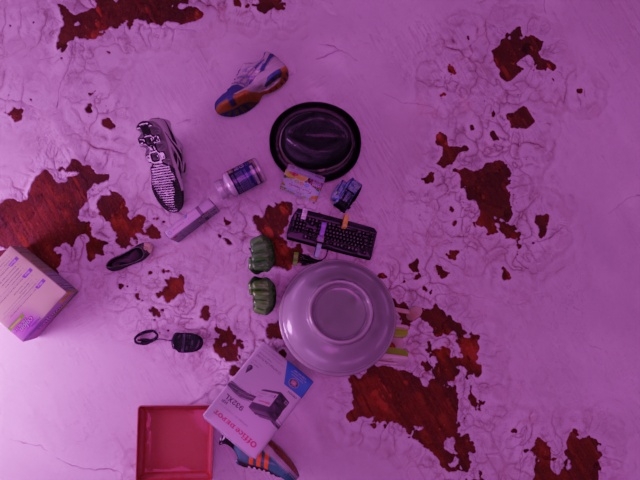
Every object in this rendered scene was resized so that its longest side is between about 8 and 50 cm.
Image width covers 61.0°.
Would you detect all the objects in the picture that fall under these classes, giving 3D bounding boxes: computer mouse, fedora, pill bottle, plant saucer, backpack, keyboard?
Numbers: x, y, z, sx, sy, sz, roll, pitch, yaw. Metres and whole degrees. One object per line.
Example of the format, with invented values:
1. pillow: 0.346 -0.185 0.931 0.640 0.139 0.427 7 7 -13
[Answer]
1. computer mouse: -0.528 0.350 1.894 0.242 0.041 0.071 6 78 2
2. fedora: -0.014 -0.360 1.913 0.335 0.152 0.333 0 87 -5
3. pill bottle: -0.285 -0.213 1.911 0.170 0.094 0.094 -29 90 -6
4. plant saucer: 0.063 0.243 1.799 0.401 0.100 0.400 2 71 -6
5. backpack: 0.092 -0.170 1.936 0.084 0.105 0.114 36 80 -3
6. keyboard: 0.033 0.013 1.959 0.318 0.033 0.201 14 86 -3
7. plant saucer: -0.497 0.692 1.869 0.259 0.048 0.258 1 88 -5

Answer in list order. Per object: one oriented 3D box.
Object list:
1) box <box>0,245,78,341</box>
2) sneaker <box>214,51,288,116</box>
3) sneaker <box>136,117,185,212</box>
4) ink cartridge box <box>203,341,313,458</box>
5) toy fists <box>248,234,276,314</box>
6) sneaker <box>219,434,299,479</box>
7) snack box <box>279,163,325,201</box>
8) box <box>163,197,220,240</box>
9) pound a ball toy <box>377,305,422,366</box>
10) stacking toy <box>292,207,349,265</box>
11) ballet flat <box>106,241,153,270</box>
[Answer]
1. box: -0.993 0.175 1.819 0.243 0.117 0.213 40 84 -1
2. sneaker: -0.262 -0.558 1.941 0.297 0.112 0.131 -34 73 -7
3. sneaker: -0.518 -0.265 1.886 0.123 0.146 0.330 0 112 21
4. ink cartridge box: -0.207 0.531 1.809 0.223 0.129 0.307 38 68 6
5. toy fists: -0.201 0.119 1.877 0.096 0.142 0.278 0 87 -5
6. sneaker: -0.214 0.741 1.866 0.302 0.108 0.121 39 85 6
7. snack box: -0.064 -0.203 1.928 0.141 0.100 0.037 20 48 -3
8. box: -0.438 -0.067 1.865 0.186 0.145 0.038 -39 88 -5
9. pound a ball toy: 0.192 0.329 1.923 0.320 0.135 0.208 7 61 -4
10. stacking toy: 0.000 0.000 1.916 0.167 0.052 0.221 12 86 -4
11. ballet flat: -0.661 0.059 1.887 0.173 0.049 0.057 -30 91 -6
